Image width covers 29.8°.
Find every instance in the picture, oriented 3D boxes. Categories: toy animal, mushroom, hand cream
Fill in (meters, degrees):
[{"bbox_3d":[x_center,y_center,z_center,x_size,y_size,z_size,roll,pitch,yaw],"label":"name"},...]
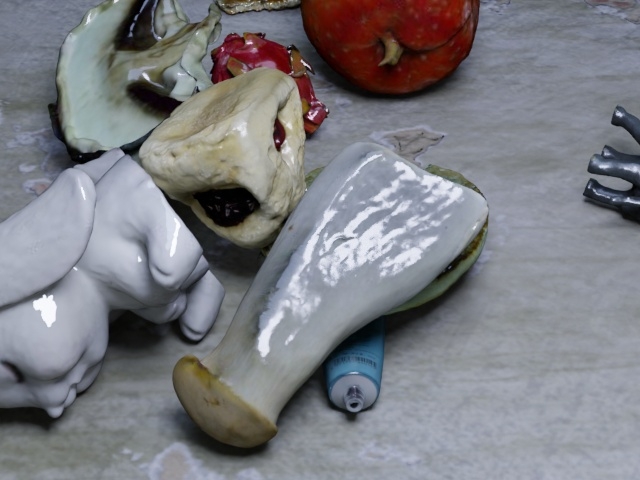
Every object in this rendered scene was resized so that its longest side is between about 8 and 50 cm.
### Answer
[{"bbox_3d":[-0.249,0.049,1.160,0.265,0.271,0.206,-36,75,-6],"label":"toy animal"},{"bbox_3d":[-0.200,-0.179,1.448,0.247,0.130,0.344,-38,41,-3],"label":"mushroom"},{"bbox_3d":[0.399,-0.103,1.416,0.137,0.082,0.269,23,41,23],"label":"toy animal"},{"bbox_3d":[0.029,0.094,1.218,0.083,0.048,0.224,0,33,1],"label":"hand cream"},{"bbox_3d":[0.002,0.052,1.127,0.159,0.122,0.328,25,69,40],"label":"mushroom"}]

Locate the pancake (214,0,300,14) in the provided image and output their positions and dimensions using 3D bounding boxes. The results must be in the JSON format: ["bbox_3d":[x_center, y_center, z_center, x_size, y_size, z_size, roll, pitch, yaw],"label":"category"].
[{"bbox_3d":[-0.100,-0.429,1.853,0.212,0.056,0.257,3,39,6],"label":"pancake"}]

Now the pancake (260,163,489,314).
[{"bbox_3d":[0.056,-0.007,1.284,0.254,0.037,0.253,-4,41,3],"label":"pancake"}]

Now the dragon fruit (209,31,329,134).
[{"bbox_3d":[-0.070,-0.184,1.501,0.166,0.136,0.133,36,82,5],"label":"dragon fruit"}]

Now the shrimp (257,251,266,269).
[{"bbox_3d":[0.000,0.000,1.334,0.091,0.034,0.161,21,47,28],"label":"shrimp"}]

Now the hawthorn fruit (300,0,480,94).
[{"bbox_3d":[0.092,-0.317,1.571,0.258,0.258,0.261,-20,68,-21],"label":"hawthorn fruit"}]

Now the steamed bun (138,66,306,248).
[{"bbox_3d":[-0.078,-0.073,1.235,0.141,0.155,0.172,-10,29,31],"label":"steamed bun"}]
